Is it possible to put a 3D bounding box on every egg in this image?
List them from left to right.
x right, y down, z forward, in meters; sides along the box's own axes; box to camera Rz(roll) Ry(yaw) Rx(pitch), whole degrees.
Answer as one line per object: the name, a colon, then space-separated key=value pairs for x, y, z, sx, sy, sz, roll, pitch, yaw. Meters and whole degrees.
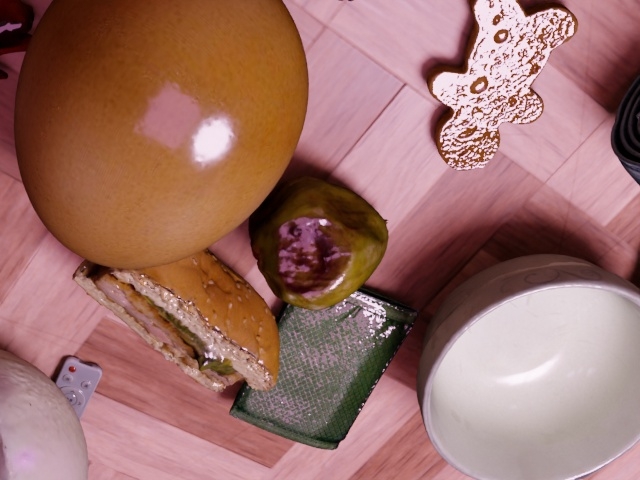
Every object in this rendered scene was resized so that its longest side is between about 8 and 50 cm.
egg: x=-0.376 y=0.273 z=0.998 sx=0.201 sy=0.337 sz=0.337 roll=9 pitch=126 yaw=-51
egg: x=-0.149 y=-0.113 z=0.786 sx=0.250 sy=0.250 sz=0.322 roll=22 pitch=121 yaw=-21

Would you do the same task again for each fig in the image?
fig: x=0.000 y=0.000 z=0.962 sx=0.166 sy=0.154 sz=0.144 roll=-5 pitch=112 yaw=-42

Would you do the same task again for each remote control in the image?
remote control: x=-0.335 y=0.225 z=1.106 sx=0.050 sy=0.027 sz=0.184 roll=23 pitch=112 yaw=-16

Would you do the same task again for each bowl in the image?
bowl: x=0.262 y=0.141 z=1.061 sx=0.308 sy=0.163 sz=0.307 roll=-4 pitch=122 yaw=-6

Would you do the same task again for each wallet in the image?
wallet: x=0.001 y=0.153 z=1.095 sx=0.160 sy=0.055 sz=0.236 roll=21 pitch=111 yaw=-17

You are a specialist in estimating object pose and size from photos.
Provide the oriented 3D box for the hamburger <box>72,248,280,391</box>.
hamburger: x=-0.138 y=0.073 z=0.978 sx=0.124 sy=0.130 sz=0.262 roll=-7 pitch=137 yaw=38

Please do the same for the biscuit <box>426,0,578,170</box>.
biscuit: x=0.182 y=-0.169 z=0.931 sx=0.138 sy=0.031 sz=0.204 roll=10 pitch=120 yaw=-14

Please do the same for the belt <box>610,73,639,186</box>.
belt: x=0.428 y=-0.150 z=0.879 sx=0.267 sy=0.206 sz=0.116 roll=-47 pitch=117 yaw=6

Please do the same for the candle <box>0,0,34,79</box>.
candle: x=-0.420 y=-0.195 z=0.807 sx=0.302 sy=0.059 sz=0.084 roll=0 pitch=110 yaw=-11
